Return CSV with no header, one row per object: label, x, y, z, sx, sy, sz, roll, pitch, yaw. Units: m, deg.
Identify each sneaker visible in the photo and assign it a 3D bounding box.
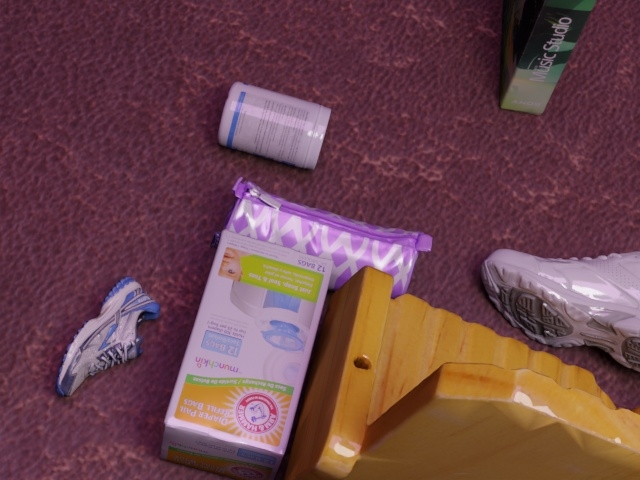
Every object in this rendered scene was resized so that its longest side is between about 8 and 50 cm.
sneaker,0.278,0.052,1.301,0.232,0.090,0.115,22,55,13
sneaker,-0.198,0.097,1.218,0.058,0.052,0.135,33,63,2

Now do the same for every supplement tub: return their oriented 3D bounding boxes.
supplement tub,-0.049,-0.119,1.344,0.107,0.071,0.071,16,61,-1

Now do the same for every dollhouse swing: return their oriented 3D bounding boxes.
dollhouse swing,0.195,0.124,1.069,0.347,0.305,0.315,23,45,-8

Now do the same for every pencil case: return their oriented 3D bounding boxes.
pencil case,0.000,0.000,1.281,0.206,0.088,0.086,17,36,-4

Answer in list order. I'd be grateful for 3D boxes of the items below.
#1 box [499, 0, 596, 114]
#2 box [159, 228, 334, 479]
box,0.252,-0.316,1.358,0.058,0.322,0.232,7,62,-2
box,-0.069,0.112,1.203,0.114,0.103,0.203,16,61,-1
